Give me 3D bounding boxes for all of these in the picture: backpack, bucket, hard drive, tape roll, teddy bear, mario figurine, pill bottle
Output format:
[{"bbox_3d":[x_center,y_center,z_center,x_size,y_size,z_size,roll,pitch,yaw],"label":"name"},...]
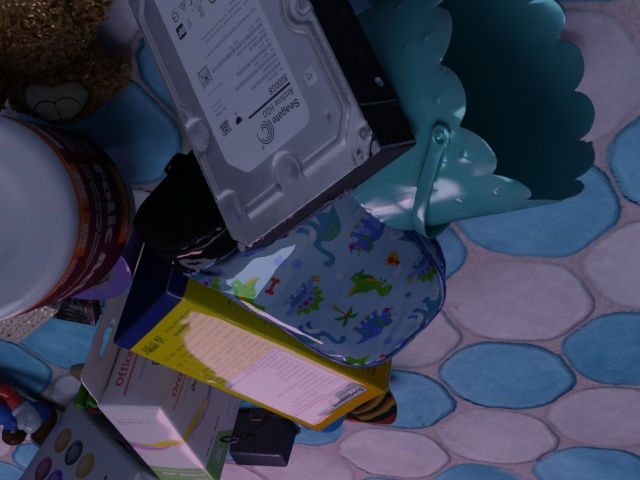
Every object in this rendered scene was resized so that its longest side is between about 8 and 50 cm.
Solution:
[{"bbox_3d":[0.000,0.000,1.281,0.290,0.273,0.355,-45,140,7],"label":"backpack"},{"bbox_3d":[0.139,-0.143,1.040,0.183,0.281,0.281,-16,136,40],"label":"bucket"},{"bbox_3d":[-0.067,-0.186,1.005,0.064,0.339,0.237,-16,168,-44],"label":"hard drive"},{"bbox_3d":[-0.365,0.005,1.515,0.189,0.080,0.189,6,143,5],"label":"tape roll"},{"bbox_3d":[-0.329,-0.242,1.107,0.245,0.113,0.338,-20,141,-21],"label":"teddy bear"},{"bbox_3d":[-0.666,0.336,1.953,0.198,0.170,0.320,-39,138,5],"label":"mario figurine"},{"bbox_3d":[-0.352,-0.030,1.202,0.224,0.224,0.392,10,-177,1],"label":"pill bottle"}]

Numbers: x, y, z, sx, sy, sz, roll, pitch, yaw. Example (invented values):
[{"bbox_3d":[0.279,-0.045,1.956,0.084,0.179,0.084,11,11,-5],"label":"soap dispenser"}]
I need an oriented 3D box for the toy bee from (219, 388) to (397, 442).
[{"bbox_3d":[-0.011,0.245,1.706,0.298,0.162,0.195,0,175,-43],"label":"toy bee"}]

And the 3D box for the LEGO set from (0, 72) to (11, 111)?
[{"bbox_3d":[-0.542,-0.194,1.196,0.255,0.192,0.331,-1,142,16],"label":"LEGO set"}]

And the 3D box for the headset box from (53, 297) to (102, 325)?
[{"bbox_3d":[-0.410,0.111,1.710,0.083,0.032,0.062,12,144,1],"label":"headset box"}]

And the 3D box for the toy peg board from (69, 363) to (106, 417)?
[{"bbox_3d":[-0.375,0.299,1.915,0.161,0.079,0.160,-13,137,30],"label":"toy peg board"}]

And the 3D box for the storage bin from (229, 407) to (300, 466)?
[{"bbox_3d":[-0.113,0.380,1.947,0.135,0.091,0.098,-1,142,15],"label":"storage bin"}]

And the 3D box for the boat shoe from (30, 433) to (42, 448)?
[{"bbox_3d":[-0.535,0.447,2.164,0.183,0.066,0.066,22,144,-15],"label":"boat shoe"}]

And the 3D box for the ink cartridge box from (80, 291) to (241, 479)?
[{"bbox_3d":[-0.253,0.239,1.692,0.119,0.207,0.353,0,143,18],"label":"ink cartridge box"}]

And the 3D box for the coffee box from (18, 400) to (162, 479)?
[{"bbox_3d":[-0.392,0.576,1.963,0.338,0.338,0.334,38,172,-38],"label":"coffee box"}]

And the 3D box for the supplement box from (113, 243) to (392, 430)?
[{"bbox_3d":[-0.086,0.106,1.484,0.356,0.195,0.194,27,141,-20],"label":"supplement box"}]

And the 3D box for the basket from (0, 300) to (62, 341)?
[{"bbox_3d":[-0.485,0.080,1.621,0.103,0.113,0.167,28,140,-29],"label":"basket"}]
